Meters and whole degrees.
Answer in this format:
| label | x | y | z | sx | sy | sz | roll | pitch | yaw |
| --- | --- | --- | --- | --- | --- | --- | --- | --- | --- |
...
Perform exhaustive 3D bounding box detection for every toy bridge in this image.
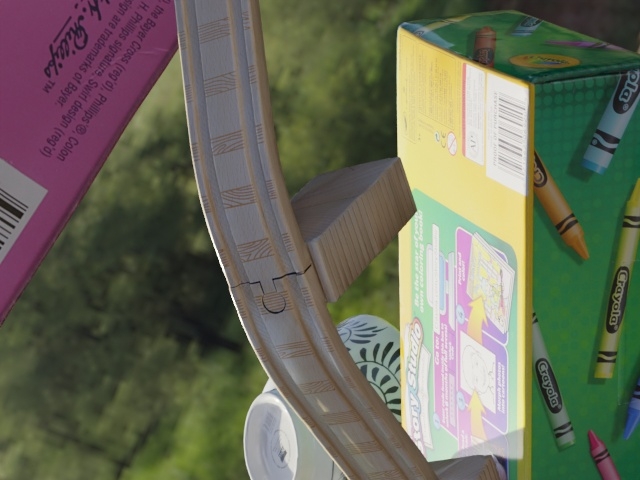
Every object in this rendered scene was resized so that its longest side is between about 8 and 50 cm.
| label | x | y | z | sx | sy | sz | roll | pitch | yaw |
| --- | --- | --- | --- | --- | --- | --- | --- | --- | --- |
| toy bridge | 0.000 | 0.000 | 0.418 | 0.026 | 0.188 | 0.063 | -12 | 16 | 25 |

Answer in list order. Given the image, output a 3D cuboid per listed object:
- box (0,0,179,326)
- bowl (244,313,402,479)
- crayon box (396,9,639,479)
| label | x | y | z | sx | sy | sz | roll | pitch | yaw |
| --- | --- | --- | --- | --- | --- | --- | --- | --- | --- |
| box | -0.171 | -0.014 | 0.691 | 0.243 | 0.117 | 0.213 | -35 | 23 | 57 |
| bowl | 0.001 | 0.135 | 1.224 | 0.170 | 0.080 | 0.170 | 3 | 93 | 57 |
| crayon box | 0.110 | 0.027 | 0.996 | 0.165 | 0.081 | 0.278 | -142 | 47 | -63 |
